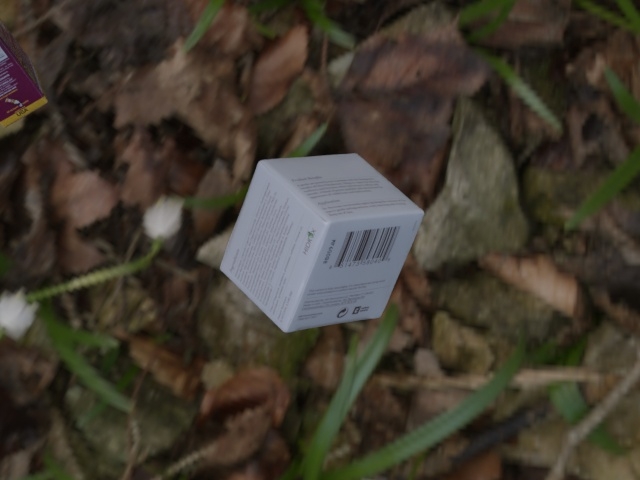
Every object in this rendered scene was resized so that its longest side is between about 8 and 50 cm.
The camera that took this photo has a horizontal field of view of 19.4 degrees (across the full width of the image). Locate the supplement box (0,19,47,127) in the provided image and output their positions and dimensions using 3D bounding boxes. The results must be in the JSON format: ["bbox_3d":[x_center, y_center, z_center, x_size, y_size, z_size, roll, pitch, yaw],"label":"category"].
[{"bbox_3d":[-0.252,-0.137,1.442,0.043,0.055,0.083,-29,132,4],"label":"supplement box"}]

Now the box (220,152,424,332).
[{"bbox_3d":[0.000,0.000,1.372,0.087,0.101,0.102,43,124,34],"label":"box"}]
